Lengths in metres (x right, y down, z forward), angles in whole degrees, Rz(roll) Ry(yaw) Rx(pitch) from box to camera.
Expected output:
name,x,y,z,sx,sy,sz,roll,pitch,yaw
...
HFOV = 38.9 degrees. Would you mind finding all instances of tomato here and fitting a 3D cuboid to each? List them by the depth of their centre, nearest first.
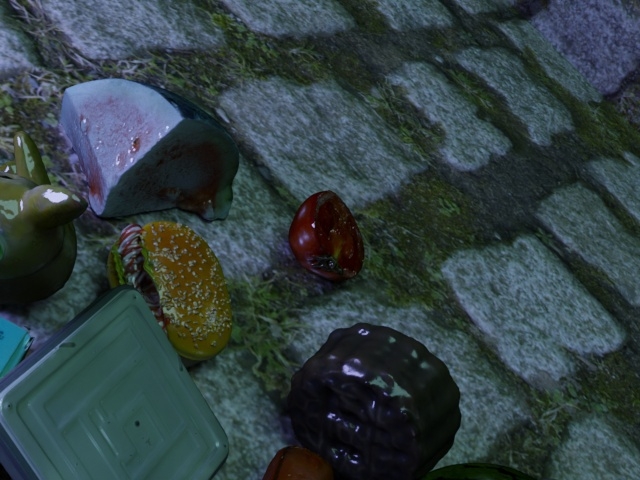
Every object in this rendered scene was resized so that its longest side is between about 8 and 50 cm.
name,x,y,z,sx,sy,sz,roll,pitch,yaw
tomato,0.000,0.000,1.495,0.159,0.091,0.139,45,40,-37

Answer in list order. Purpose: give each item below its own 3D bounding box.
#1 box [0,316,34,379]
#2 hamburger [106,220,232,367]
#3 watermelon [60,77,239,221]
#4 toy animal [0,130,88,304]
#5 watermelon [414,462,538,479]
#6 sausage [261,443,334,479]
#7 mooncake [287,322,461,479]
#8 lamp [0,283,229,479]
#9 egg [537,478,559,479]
name,x,y,z,sx,sy,sz,roll,pitch,yaw
box,-0.498,0.127,0.959,0.311,0.118,0.205,29,43,-11
hamburger,-0.204,0.073,1.241,0.172,0.116,0.210,3,54,-36
watermelon,-0.246,-0.116,1.342,0.319,0.289,0.214,38,67,-20
toy animal,-0.367,-0.025,1.029,0.181,0.363,0.180,-41,88,-17
watermelon,0.195,0.411,1.088,0.285,0.285,0.285,21,42,-20
sausage,-0.061,0.381,1.065,0.102,0.102,0.330,34,38,-5
mooncake,0.066,0.232,1.212,0.228,0.228,0.124,43,40,6
lamp,-0.235,0.219,1.044,0.267,0.047,0.269,62,34,-14
egg,0.326,0.426,1.278,0.146,0.146,0.199,33,30,-6
